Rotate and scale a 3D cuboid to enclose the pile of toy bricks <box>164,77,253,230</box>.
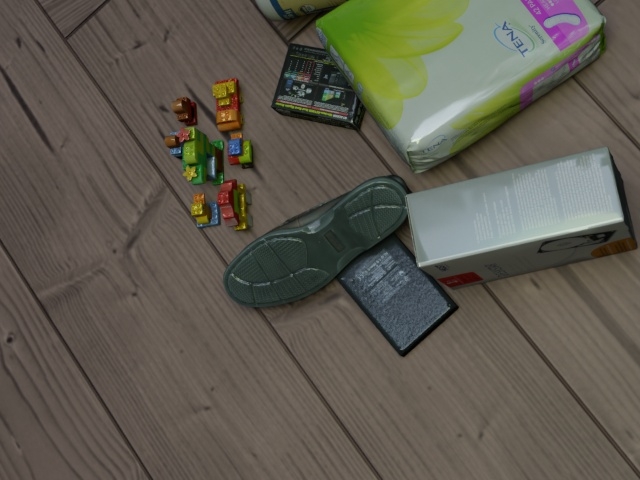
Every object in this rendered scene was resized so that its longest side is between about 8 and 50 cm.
[{"bbox_3d":[-0.156,-0.117,1.603,0.118,0.105,0.212,-9,76,18],"label":"pile of toy bricks"}]

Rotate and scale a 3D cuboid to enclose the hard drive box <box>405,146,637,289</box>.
[{"bbox_3d":[0.236,-0.021,1.402,0.232,0.181,0.089,-13,76,18],"label":"hard drive box"}]

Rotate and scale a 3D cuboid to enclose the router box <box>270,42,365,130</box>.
[{"bbox_3d":[0.005,-0.203,1.600,0.122,0.038,0.092,14,83,22],"label":"router box"}]

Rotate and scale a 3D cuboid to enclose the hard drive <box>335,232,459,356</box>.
[{"bbox_3d":[0.095,0.065,1.519,0.094,0.022,0.135,-42,68,6],"label":"hard drive"}]

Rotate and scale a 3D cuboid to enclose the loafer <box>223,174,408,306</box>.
[{"bbox_3d":[0.000,0.000,1.549,0.267,0.084,0.096,-29,102,16],"label":"loafer"}]

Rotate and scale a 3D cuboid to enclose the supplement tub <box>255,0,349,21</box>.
[{"bbox_3d":[0.011,-0.374,1.577,0.199,0.144,0.144,-10,75,18],"label":"supplement tub"}]

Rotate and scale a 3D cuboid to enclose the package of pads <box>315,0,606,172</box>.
[{"bbox_3d":[0.177,-0.247,1.496,0.296,0.101,0.229,-33,69,0],"label":"package of pads"}]
